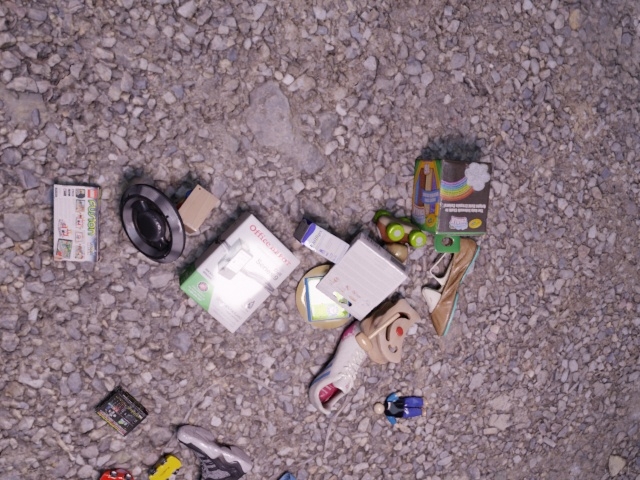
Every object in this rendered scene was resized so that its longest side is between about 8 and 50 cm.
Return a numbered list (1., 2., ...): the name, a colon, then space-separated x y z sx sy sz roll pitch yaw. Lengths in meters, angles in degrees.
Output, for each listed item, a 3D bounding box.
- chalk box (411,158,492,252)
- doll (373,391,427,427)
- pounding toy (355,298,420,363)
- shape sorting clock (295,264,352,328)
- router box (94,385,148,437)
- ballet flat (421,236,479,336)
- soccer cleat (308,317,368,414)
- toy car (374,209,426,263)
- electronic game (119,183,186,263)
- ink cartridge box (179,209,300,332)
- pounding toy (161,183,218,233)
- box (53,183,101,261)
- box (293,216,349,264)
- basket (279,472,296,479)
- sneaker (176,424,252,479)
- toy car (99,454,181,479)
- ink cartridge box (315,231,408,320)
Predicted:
1. chalk box: 0.405 -0.107 1.532 0.180 0.179 0.289 1 99 -16
2. doll: 0.273 0.582 1.674 0.188 0.046 0.129 5 96 -16
3. pounding toy: 0.230 0.292 1.507 0.269 0.154 0.154 -32 96 -39
4. shape sorting clock: 0.023 0.179 1.545 0.206 0.040 0.207 0 97 -3
5. router box: -0.586 0.506 1.436 0.092 0.038 0.122 -41 106 -6
6. ballet flat: 0.414 0.143 1.618 0.124 0.116 0.343 21 93 3
7. soccer cleat: 0.087 0.405 1.545 0.116 0.143 0.331 35 89 -17
8. toy car: 0.222 0.023 1.527 0.148 0.155 0.189 16 107 -17
9. electronic game: -0.456 -0.043 1.313 0.048 0.229 0.230 -40 113 -52
10. ink cartridge box: -0.235 0.085 1.419 0.289 0.121 0.211 -47 107 -4
11. pounding toy: -0.375 -0.084 1.361 0.100 0.141 0.130 37 74 -17
12. box: -0.665 -0.047 1.328 0.113 0.036 0.207 3 98 -15
13. box: 0.000 0.000 1.466 0.137 0.126 0.072 31 92 -17
14. basket: -0.174 0.899 1.498 0.289 0.255 0.201 -44 105 7
15. sneaker: -0.353 0.688 1.493 0.268 0.101 0.153 37 86 -20
16. toy car: -0.533 0.773 1.486 0.238 0.053 0.225 -10 102 -12
17. ink cartridge box: 0.124 0.113 1.487 0.189 0.066 0.232 37 125 -6
